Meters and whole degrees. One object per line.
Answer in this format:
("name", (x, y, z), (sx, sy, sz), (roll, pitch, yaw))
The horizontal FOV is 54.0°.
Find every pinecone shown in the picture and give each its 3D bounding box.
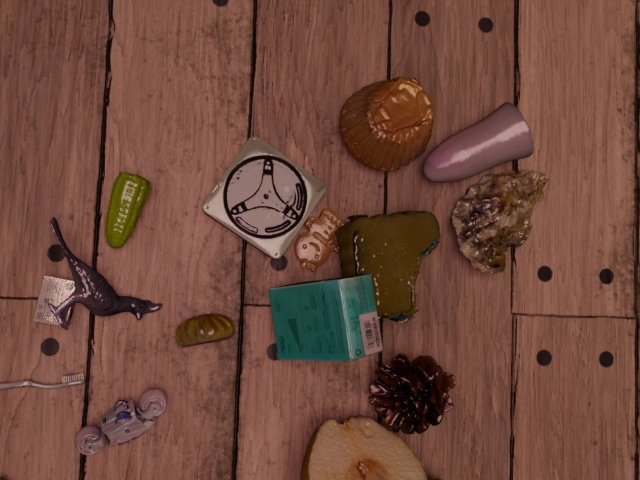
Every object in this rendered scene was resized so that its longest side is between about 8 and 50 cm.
("pinecone", (0.243, 0.414, 1.701), (0.201, 0.202, 0.229), (32, 78, -38))

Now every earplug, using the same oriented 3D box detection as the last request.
("earplug", (0.432, -0.258, 1.803), (0.301, 0.172, 0.172), (-25, 90, -3))

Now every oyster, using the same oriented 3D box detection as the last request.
("oyster", (0.526, -0.076, 1.817), (0.351, 0.115, 0.238), (-41, 93, -9))

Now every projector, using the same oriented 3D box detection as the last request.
("projector", (-0.154, -0.118, 1.739), (0.259, 0.079, 0.257), (34, 81, -6))

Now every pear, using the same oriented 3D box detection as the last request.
("pear", (0.101, 0.667, 1.629), (0.340, 0.191, 0.386), (0, 47, -28))

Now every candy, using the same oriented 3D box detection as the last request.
("candy", (-0.523, -0.080, 1.679), (0.097, 0.097, 0.209), (16, 86, -7))

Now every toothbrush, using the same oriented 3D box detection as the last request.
("toothbrush", (-0.808, 0.380, 1.636), (0.375, 0.028, 0.037), (-5, 81, -9))

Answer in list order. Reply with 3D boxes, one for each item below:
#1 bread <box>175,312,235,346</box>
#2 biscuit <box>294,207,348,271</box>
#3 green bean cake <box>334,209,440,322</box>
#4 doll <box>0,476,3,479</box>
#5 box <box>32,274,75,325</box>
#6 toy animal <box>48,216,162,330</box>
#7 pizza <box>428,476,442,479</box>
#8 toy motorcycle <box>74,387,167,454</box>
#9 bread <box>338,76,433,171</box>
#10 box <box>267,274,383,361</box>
("bread", (-0.315, 0.243, 1.687), (0.157, 0.094, 0.083), (-10, 92, -1))
("biscuit", (-0.001, -0.006, 1.781), (0.184, 0.027, 0.133), (-37, 93, -9))
("green bean cake", (0.190, 0.076, 1.730), (0.285, 0.202, 0.310), (-3, 87, -21))
("doll", (-0.795, 0.648, 1.589), (0.113, 0.078, 0.076), (21, 108, 2))
("box", (-0.697, 0.159, 1.659), (0.089, 0.043, 0.125), (13, 84, -7))
("toy animal", (-0.613, 0.134, 1.624), (0.367, 0.081, 0.206), (45, 70, -21))
("pizza", (0.346, 0.741, 1.750), (0.305, 0.085, 0.161), (28, 104, -3))
("toy motorcycle", (-0.514, 0.483, 1.645), (0.254, 0.112, 0.112), (-30, 91, -11))
("bread", (0.191, -0.332, 1.772), (0.274, 0.149, 0.274), (2, 79, -9))
("box", (0.006, 0.202, 1.626), (0.118, 0.311, 0.205), (-4, 84, -40))
